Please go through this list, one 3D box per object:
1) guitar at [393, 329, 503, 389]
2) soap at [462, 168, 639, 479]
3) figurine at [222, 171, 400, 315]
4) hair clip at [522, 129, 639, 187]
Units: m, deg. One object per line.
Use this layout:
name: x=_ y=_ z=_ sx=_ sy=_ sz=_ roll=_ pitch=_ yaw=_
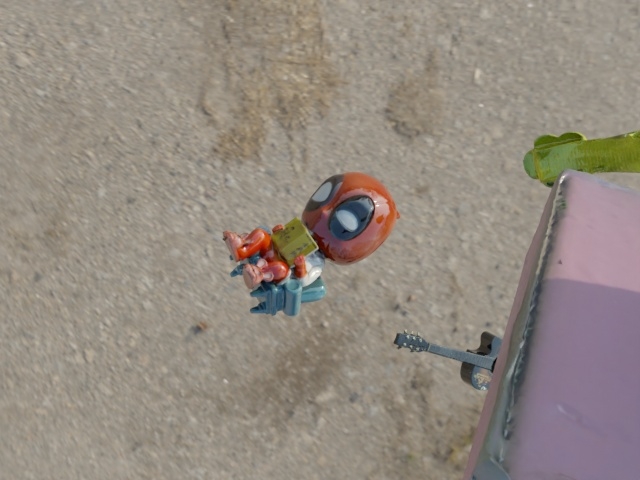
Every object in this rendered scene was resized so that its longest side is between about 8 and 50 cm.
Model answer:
guitar: x=0.176 y=0.138 z=1.221 sx=0.233 sy=0.025 sz=0.088 roll=17 pitch=94 yaw=-33
soap: x=0.170 y=0.077 z=0.483 sx=0.181 sy=0.259 sz=0.081 roll=19 pitch=123 yaw=8
figurine: x=0.000 y=0.000 z=0.772 sx=0.140 sy=0.068 sz=0.075 roll=-27 pitch=146 yaw=-16
hair clip: x=0.335 y=-0.107 z=1.293 sx=0.046 sy=0.173 sz=0.072 roll=-26 pitch=104 yaw=-49
